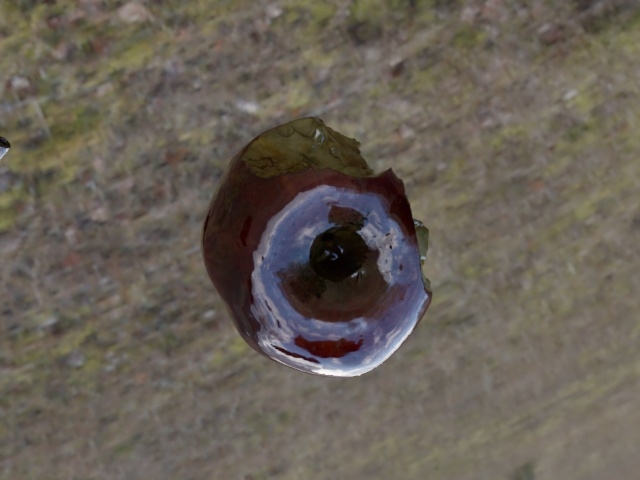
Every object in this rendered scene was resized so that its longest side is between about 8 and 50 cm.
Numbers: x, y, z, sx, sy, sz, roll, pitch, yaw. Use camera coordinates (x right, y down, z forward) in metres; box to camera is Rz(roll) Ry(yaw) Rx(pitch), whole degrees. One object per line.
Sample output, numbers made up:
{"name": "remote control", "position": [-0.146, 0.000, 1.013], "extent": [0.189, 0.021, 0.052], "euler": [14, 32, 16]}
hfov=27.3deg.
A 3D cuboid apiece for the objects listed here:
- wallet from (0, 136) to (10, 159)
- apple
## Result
{"name": "wallet", "position": [-0.399, -0.048, 1.341], "extent": [0.095, 0.026, 0.176], "euler": [19, 125, -44]}
{"name": "apple", "position": [-0.004, 0.005, 0.859], "extent": [0.147, 0.156, 0.158], "euler": [-58, -167, 6]}
